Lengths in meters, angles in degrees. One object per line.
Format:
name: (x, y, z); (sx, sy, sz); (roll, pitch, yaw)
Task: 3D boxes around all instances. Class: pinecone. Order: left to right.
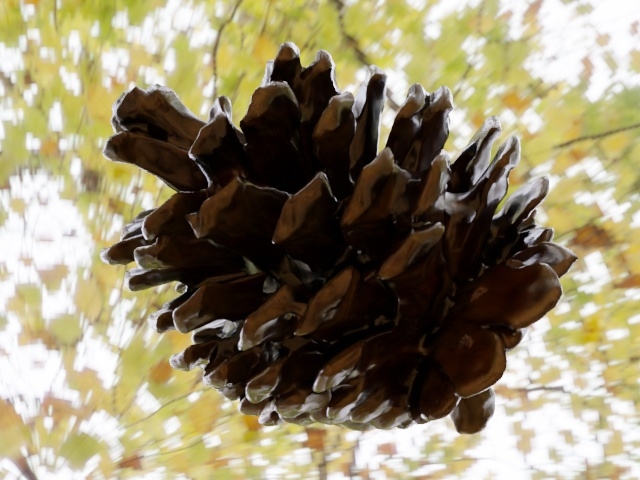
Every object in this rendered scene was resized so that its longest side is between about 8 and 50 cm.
pinecone: (-0.001, 0.002, 0.886); (0.212, 0.185, 0.168); (23, -121, -17)
